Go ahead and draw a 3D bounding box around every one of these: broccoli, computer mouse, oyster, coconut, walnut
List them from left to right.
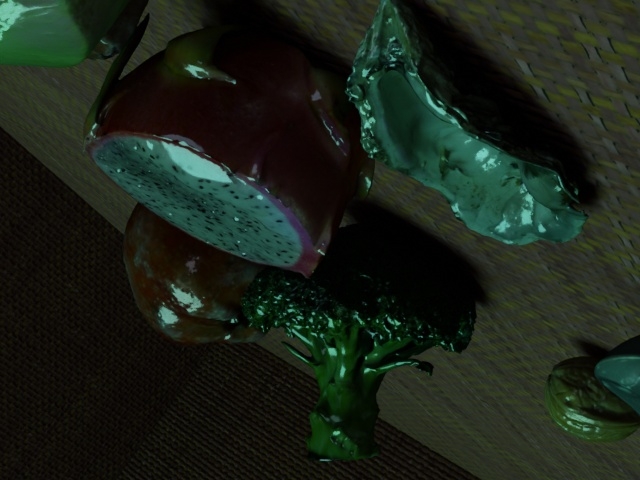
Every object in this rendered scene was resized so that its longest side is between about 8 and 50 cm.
[{"bbox_3d":[-0.248,-0.242,1.022,0.236,0.236,0.204,35,166,7],"label":"coconut"},{"bbox_3d":[0.056,0.125,1.568,0.297,0.297,0.297,0,178,0],"label":"broccoli"},{"bbox_3d":[0.117,-0.070,1.016,0.252,0.087,0.199,30,160,-7],"label":"oyster"},{"bbox_3d":[0.322,0.185,1.457,0.124,0.105,0.105,21,166,15],"label":"walnut"},{"bbox_3d":[0.376,0.161,1.216,0.167,0.090,0.379,30,174,28],"label":"computer mouse"}]

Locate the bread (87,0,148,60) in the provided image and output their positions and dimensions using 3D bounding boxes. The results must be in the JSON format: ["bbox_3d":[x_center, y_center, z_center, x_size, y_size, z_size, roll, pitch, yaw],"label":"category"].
[{"bbox_3d":[-0.268,-0.275,1.244,0.190,0.123,0.244,43,167,-23],"label":"bread"}]

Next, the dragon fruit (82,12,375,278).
[{"bbox_3d":[-0.072,-0.106,1.241,0.290,0.189,0.291,26,165,7],"label":"dragon fruit"}]

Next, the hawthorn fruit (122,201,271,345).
[{"bbox_3d":[-0.166,0.030,1.913,0.284,0.284,0.284,34,169,8],"label":"hawthorn fruit"}]
